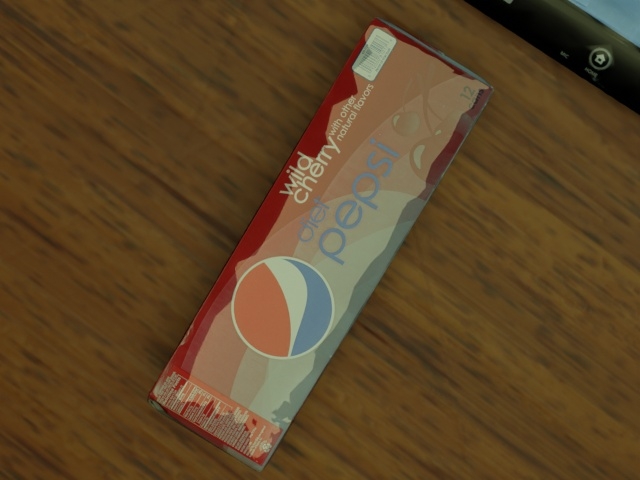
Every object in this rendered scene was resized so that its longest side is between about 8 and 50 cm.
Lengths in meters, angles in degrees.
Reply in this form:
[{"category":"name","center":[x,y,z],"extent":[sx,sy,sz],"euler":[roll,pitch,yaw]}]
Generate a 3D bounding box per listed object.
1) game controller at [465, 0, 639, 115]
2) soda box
[{"category":"game controller","center":[0.202,-0.164,1.102],"extent":[0.319,0.067,0.166],"euler":[33,96,0]},{"category":"soda box","center":[0.000,0.000,1.113],"extent":[0.083,0.092,0.263],"euler":[32,96,-1]}]
